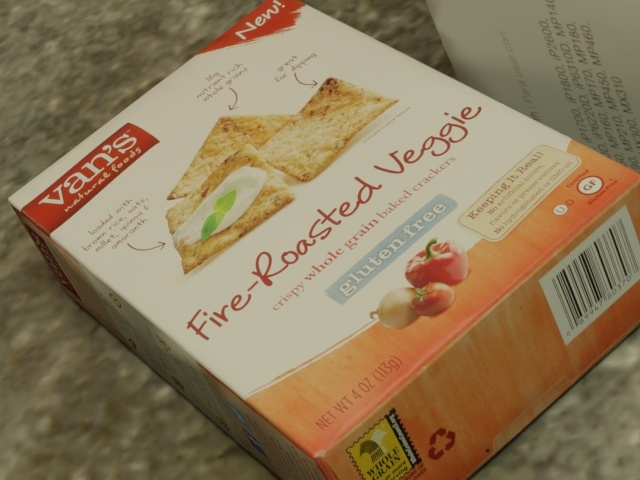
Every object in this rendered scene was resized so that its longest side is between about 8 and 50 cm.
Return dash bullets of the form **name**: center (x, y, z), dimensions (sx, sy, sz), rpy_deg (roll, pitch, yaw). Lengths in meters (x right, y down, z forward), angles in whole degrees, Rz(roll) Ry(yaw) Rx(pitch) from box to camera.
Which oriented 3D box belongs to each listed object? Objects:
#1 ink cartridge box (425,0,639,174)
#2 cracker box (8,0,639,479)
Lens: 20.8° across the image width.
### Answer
- **ink cartridge box**: center (0.219, -0.113, 0.637), dimensions (0.306, 0.131, 0.226), rpy_deg (18, 57, 39)
- **cracker box**: center (0.000, 0.000, 0.685), dimensions (0.155, 0.067, 0.232), rpy_deg (-40, 41, -16)
